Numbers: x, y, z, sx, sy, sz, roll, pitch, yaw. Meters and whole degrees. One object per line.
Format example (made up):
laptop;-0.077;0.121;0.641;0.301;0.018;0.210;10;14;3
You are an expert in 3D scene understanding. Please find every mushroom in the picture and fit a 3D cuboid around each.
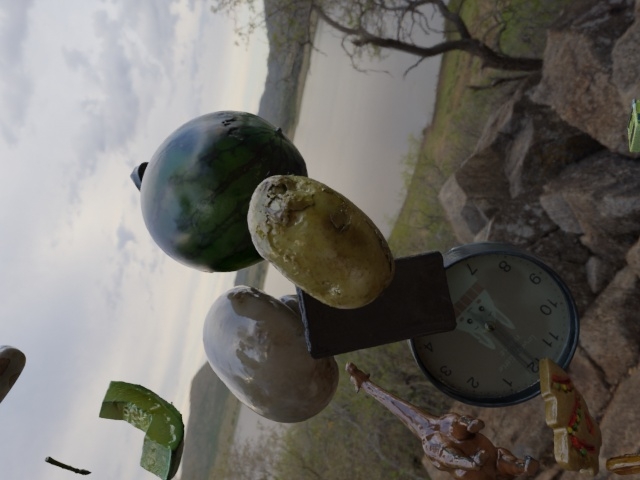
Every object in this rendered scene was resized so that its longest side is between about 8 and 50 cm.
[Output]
mushroom;-0.100;0.248;1.163;0.294;0.362;0.362;-46;-11;-27

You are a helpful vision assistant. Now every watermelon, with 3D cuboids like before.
watermelon;-0.197;-0.100;1.031;0.363;0.363;0.364;-168;90;-85

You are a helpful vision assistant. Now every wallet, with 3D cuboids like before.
wallet;0.115;0.126;0.989;0.044;0.320;0.171;142;118;-74

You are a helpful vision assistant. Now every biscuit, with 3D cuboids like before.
biscuit;0.518;0.360;1.011;0.041;0.212;0.239;-30;70;42

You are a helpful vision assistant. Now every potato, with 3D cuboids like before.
potato;0.000;0.000;0.506;0.107;0.170;0.080;-46;8;-6

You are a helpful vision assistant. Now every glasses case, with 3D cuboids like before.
glasses case;-0.525;0.239;0.754;0.164;0.041;0.063;-63;-24;-28

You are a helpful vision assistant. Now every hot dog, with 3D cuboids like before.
hot dog;0.605;0.429;0.944;0.122;0.049;0.037;127;158;-50

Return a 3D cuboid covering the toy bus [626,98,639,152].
toy bus;0.715;-0.229;0.967;0.088;0.174;0.101;61;-140;-48

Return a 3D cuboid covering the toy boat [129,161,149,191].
toy boat;-0.453;-0.160;1.360;0.246;0.103;0.093;52;-147;-80

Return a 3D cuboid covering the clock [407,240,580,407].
clock;0.384;0.194;1.111;0.076;0.385;0.387;-60;-17;-79

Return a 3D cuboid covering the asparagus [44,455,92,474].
asparagus;-0.575;0.517;1.113;0.015;0.114;0.014;-30;39;19

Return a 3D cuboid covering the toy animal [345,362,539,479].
toy animal;0.131;0.220;0.572;0.066;0.224;0.230;-49;-2;-16

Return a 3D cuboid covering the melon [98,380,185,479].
melon;-0.311;0.320;0.863;0.064;0.209;0.118;-68;-16;16
